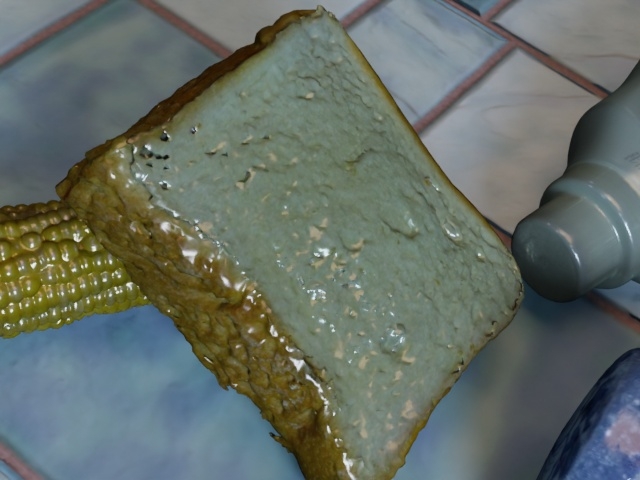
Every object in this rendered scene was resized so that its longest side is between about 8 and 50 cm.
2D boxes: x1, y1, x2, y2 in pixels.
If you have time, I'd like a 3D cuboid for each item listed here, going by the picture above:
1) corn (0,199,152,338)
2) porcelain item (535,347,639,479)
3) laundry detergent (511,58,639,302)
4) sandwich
[{"bbox_3d":[-0.147,0.012,0.762,0.288,0.086,0.086,-11,54,-26],"label":"corn"},{"bbox_3d":[0.185,0.142,0.684,0.114,0.147,0.147,30,50,13],"label":"porcelain item"},{"bbox_3d":[0.311,-0.058,0.899,0.398,0.124,0.264,-29,68,-30],"label":"laundry detergent"},{"bbox_3d":[0.000,0.000,0.738,0.251,0.087,0.226,53,47,-7],"label":"sandwich"}]
